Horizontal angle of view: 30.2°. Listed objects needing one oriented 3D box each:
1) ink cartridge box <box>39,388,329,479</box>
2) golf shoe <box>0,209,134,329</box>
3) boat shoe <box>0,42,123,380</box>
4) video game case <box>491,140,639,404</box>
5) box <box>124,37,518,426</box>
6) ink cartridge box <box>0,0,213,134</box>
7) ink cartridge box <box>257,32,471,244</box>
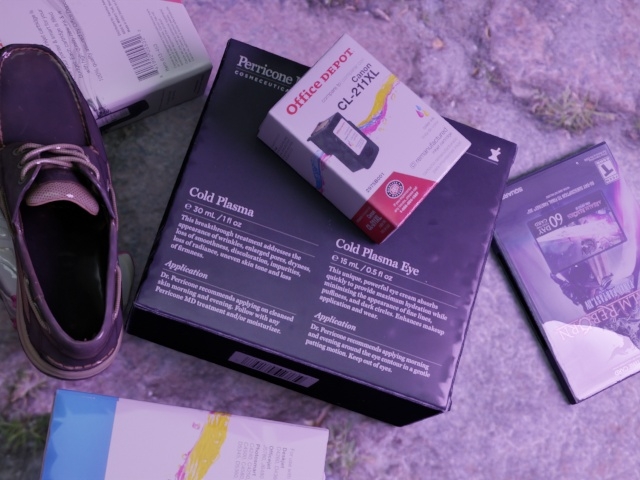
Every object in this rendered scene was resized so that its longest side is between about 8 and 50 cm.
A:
[{"bbox_3d":[-0.148,0.275,1.198,0.270,0.198,0.197,9,74,-9],"label":"ink cartridge box"},{"bbox_3d":[-0.340,0.001,1.284,0.306,0.115,0.140,37,63,-9],"label":"golf shoe"},{"bbox_3d":[-0.256,-0.041,1.190,0.132,0.130,0.355,-11,80,-25],"label":"boat shoe"},{"bbox_3d":[0.327,0.036,1.448,0.196,0.026,0.274,-23,81,-16],"label":"video game case"},{"bbox_3d":[0.000,0.000,1.308,0.343,0.179,0.312,20,73,-6],"label":"box"},{"bbox_3d":[-0.268,-0.213,1.347,0.237,0.100,0.171,-25,83,-17],"label":"ink cartridge box"},{"bbox_3d":[0.042,-0.104,1.212,0.175,0.072,0.127,41,72,1],"label":"ink cartridge box"}]
